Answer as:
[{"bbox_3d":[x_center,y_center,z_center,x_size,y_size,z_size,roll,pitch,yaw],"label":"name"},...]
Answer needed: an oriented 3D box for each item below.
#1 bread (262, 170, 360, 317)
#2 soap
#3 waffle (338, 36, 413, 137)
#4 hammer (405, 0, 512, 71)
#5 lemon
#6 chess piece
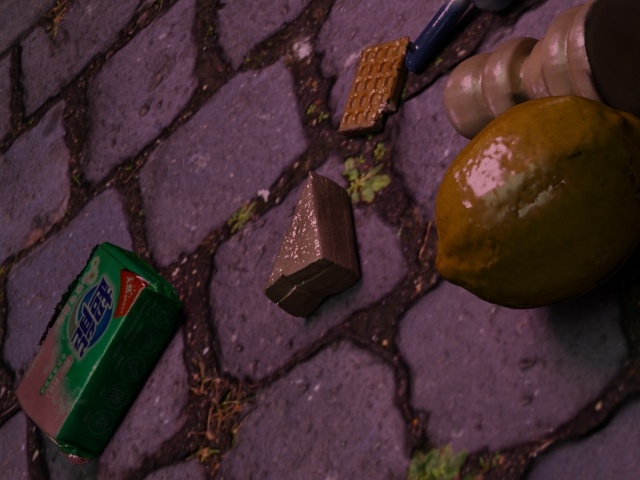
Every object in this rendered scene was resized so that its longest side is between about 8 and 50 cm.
[{"bbox_3d":[-0.015,0.004,1.815,0.105,0.077,0.152,-33,43,29],"label":"bread"},{"bbox_3d":[-0.309,0.156,2.031,0.218,0.098,0.273,34,95,46],"label":"soap"},{"bbox_3d":[0.073,-0.201,1.896,0.092,0.021,0.135,-6,61,46],"label":"waffle"},{"bbox_3d":[0.168,-0.290,1.822,0.194,0.069,0.116,-51,38,24],"label":"hammer"},{"bbox_3d":[0.228,-0.040,1.467,0.260,0.204,0.204,-37,41,8],"label":"lemon"},{"bbox_3d":[0.242,-0.175,1.606,0.261,0.143,0.142,-13,57,49],"label":"chess piece"}]
